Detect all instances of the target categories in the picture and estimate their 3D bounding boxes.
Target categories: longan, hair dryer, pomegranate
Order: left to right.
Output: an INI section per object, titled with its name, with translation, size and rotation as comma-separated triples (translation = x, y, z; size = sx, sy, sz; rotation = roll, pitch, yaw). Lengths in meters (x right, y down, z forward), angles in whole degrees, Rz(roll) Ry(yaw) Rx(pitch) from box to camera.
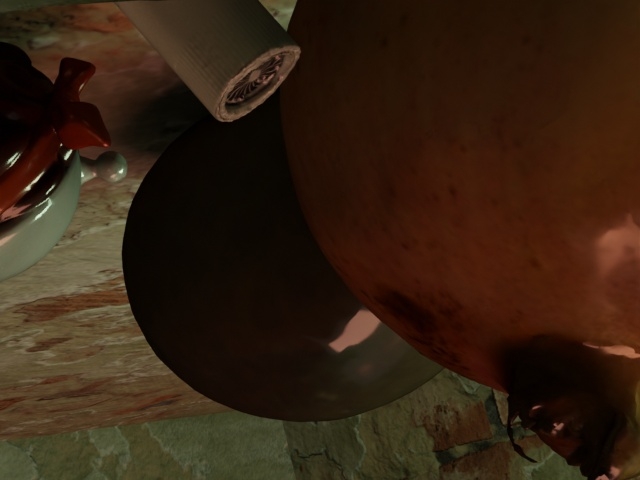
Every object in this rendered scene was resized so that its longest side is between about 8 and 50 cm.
[hair dryer]
translation = -0.034, -0.129, 0.477
size = 0.044, 0.155, 0.183
rotation = -46, 167, 33
[longan]
translation = 0.000, 0.000, 0.820
size = 0.300, 0.243, 0.300
rotation = -11, -156, 5
[pomegranate]
translation = 0.144, -0.041, 0.519
size = 0.338, 0.338, 0.338
rotation = -14, 167, -3

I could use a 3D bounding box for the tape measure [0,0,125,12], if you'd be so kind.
[tape measure]
translation = -0.015, -0.169, 0.292
size = 0.262, 0.138, 0.259
rotation = -6, 166, -32

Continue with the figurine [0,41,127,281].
[figurine]
translation = -0.212, -0.023, 0.614
size = 0.226, 0.160, 0.183
rotation = -30, -160, 12
